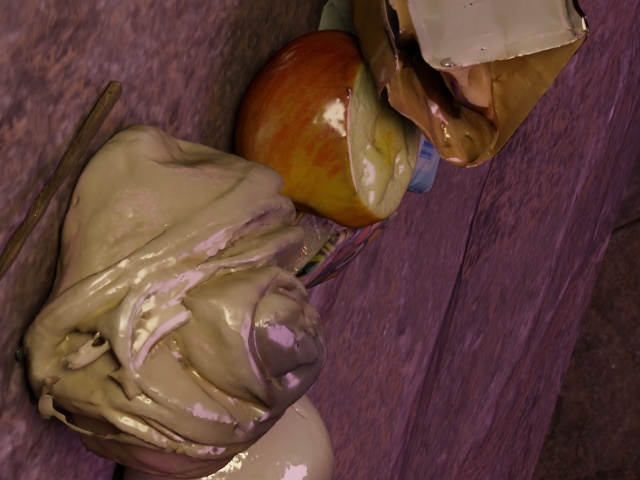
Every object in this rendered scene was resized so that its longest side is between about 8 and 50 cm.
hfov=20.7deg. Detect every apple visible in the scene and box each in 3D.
[{"bbox_3d":[0.007,-0.107,1.624,0.195,0.160,0.173,21,91,-65],"label":"apple"}]

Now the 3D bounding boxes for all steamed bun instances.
[{"bbox_3d":[-0.091,0.056,1.433,0.268,0.207,0.280,62,45,-61],"label":"steamed bun"}]

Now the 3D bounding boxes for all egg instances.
[{"bbox_3d":[-0.076,0.227,1.652,0.206,0.161,0.271,81,30,-50],"label":"egg"}]

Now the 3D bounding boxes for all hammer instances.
[{"bbox_3d":[-0.209,-0.021,1.306,0.029,0.058,0.292,90,21,-49],"label":"hammer"}]

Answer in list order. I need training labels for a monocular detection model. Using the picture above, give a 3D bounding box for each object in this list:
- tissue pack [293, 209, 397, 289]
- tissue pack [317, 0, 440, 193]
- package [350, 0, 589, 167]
[{"bbox_3d":[0.000,0.000,1.773,0.108,0.060,0.148,-47,169,25],"label":"tissue pack"},{"bbox_3d":[0.062,-0.149,1.847,0.263,0.089,0.177,9,95,-67],"label":"tissue pack"},{"bbox_3d":[0.083,-0.249,1.605,0.221,0.165,0.311,-54,-135,52],"label":"package"}]
